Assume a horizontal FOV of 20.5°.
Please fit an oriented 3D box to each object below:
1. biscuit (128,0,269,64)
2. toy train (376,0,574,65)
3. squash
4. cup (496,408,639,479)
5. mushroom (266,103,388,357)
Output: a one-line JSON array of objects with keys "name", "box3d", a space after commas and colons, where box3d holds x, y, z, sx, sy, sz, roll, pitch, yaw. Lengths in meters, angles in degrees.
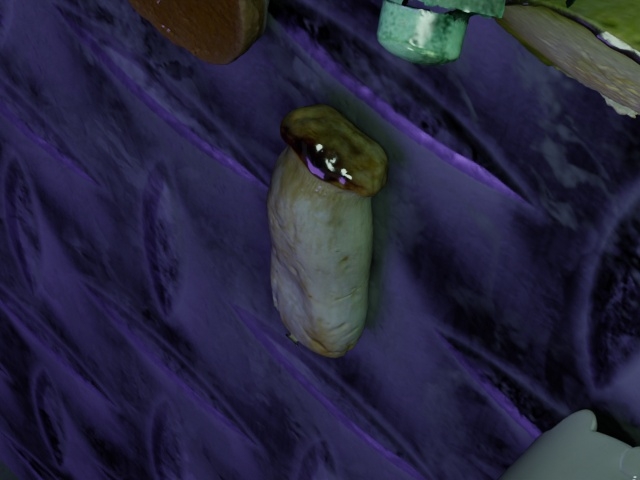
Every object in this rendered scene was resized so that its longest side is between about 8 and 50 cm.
[{"name": "biscuit", "box3d": [-0.107, -0.231, 1.398, 0.181, 0.049, 0.208, 39, 153, 23]}, {"name": "toy train", "box3d": [0.073, -0.245, 0.898, 0.189, 0.126, 0.307, -136, 57, -66]}, {"name": "squash", "box3d": [0.170, -0.095, 1.017, 0.237, 0.155, 0.204, 29, 146, 35]}, {"name": "cup", "box3d": [0.208, 0.318, 1.393, 0.289, 0.257, 0.219, 39, 158, 22]}, {"name": "mushroom", "box3d": [0.000, 0.000, 1.501, 0.100, 0.081, 0.312, 47, 157, 22]}]
